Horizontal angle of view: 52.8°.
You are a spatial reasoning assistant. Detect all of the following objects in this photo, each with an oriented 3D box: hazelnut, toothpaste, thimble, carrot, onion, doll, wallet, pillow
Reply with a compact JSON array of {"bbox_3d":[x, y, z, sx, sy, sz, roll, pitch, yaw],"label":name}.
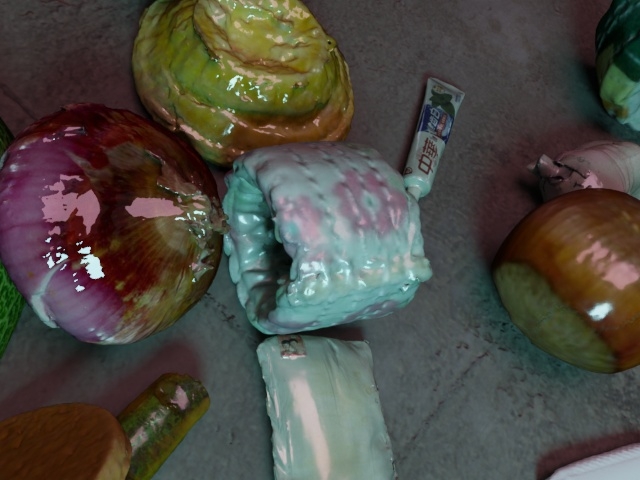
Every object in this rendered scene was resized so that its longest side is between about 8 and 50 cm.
[{"bbox_3d":[0.312,0.043,0.729,0.214,0.176,0.214,0,95,3],"label":"hazelnut"},{"bbox_3d":[0.145,-0.134,0.852,0.060,0.038,0.233,27,55,-8],"label":"toothpaste"},{"bbox_3d":[0.554,-0.270,0.947,0.288,0.254,0.167,13,61,-16],"label":"thimble"},{"bbox_3d":[-0.198,0.207,0.528,0.070,0.070,0.260,44,56,5],"label":"carrot"},{"bbox_3d":[-0.162,-0.020,0.569,0.230,0.163,0.230,15,70,-47],"label":"onion"},{"bbox_3d":[0.374,-0.074,0.873,0.192,0.095,0.149,-27,78,-33],"label":"doll"},{"bbox_3d":[0.328,0.294,0.700,0.183,0.032,0.124,-6,66,-25],"label":"wallet"},{"bbox_3d":[0.000,0.000,0.624,0.149,0.211,0.185,-9,112,-24],"label":"thimble"},{"bbox_3d":[0.011,0.201,0.617,0.128,0.051,0.229,2,64,-25],"label":"pillow"}]

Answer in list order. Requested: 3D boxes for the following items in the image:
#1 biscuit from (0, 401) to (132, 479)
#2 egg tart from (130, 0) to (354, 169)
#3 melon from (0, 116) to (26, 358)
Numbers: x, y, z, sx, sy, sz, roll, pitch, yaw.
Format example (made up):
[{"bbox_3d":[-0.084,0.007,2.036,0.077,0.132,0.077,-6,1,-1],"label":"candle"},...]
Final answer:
[{"bbox_3d":[-0.264,0.215,0.439,0.289,0.202,0.044,-36,118,-26],"label":"biscuit"},{"bbox_3d":[-0.077,-0.218,0.768,0.290,0.115,0.290,10,60,-18],"label":"egg tart"},{"bbox_3d":[-0.369,-0.017,0.507,0.331,0.226,0.343,56,50,-35],"label":"melon"}]
